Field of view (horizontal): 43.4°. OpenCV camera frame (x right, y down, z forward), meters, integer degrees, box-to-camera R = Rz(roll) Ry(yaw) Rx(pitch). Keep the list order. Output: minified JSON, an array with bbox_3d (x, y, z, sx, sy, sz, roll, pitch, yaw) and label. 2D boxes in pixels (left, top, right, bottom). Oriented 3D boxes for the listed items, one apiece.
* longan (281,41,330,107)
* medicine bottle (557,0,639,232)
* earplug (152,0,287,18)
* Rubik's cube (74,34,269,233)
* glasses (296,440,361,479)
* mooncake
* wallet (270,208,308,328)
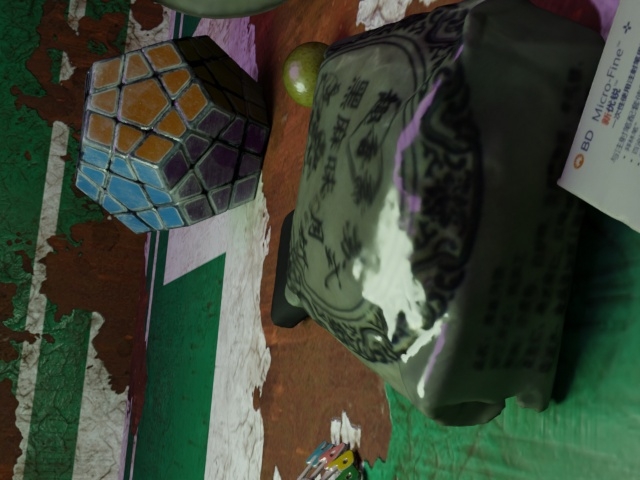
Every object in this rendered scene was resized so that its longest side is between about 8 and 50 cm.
[{"bbox_3d":[-0.004,-0.188,0.912,0.083,0.075,0.075,7,89,30],"label":"longan"},{"bbox_3d":[0.183,-0.088,0.333,0.171,0.052,0.201,-126,46,-64],"label":"medicine bottle"},{"bbox_3d":[-0.155,-0.493,1.088,0.394,0.313,0.312,-115,37,-60],"label":"earplug"},{"bbox_3d":[-0.229,-0.163,1.234,0.264,0.319,0.319,-63,5,-35],"label":"Rubik's cube"},{"bbox_3d":[0.009,0.288,0.692,0.162,0.095,0.255,-48,27,11],"label":"glasses"},{"bbox_3d":[0.061,-0.030,0.539,0.250,0.136,0.254,-152,70,-66],"label":"mooncake"},{"bbox_3d":[0.000,0.000,0.850,0.250,0.044,0.148,140,138,-64],"label":"wallet"}]
